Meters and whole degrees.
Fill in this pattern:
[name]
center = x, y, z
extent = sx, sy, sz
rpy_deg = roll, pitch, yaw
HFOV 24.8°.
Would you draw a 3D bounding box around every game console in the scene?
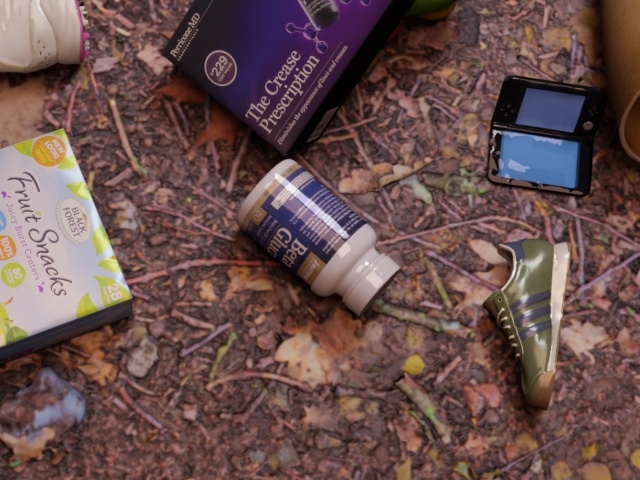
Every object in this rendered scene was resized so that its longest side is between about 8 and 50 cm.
[game console]
center = 0.257, -0.119, 1.645
extent = 0.122, 0.107, 0.071
rpy_deg = 8, 41, -5

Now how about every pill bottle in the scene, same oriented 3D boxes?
[pill bottle]
center = 0.000, 0.000, 1.551
extent = 0.169, 0.094, 0.094
rpy_deg = 41, 70, 8

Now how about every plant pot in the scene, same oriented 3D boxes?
[plant pot]
center = 0.414, -0.252, 1.646
extent = 0.237, 0.237, 0.254
rpy_deg = -8, 58, -10

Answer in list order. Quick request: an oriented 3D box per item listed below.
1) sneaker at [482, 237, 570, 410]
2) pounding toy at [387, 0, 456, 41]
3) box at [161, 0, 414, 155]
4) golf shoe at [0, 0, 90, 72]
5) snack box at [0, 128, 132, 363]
[sneaker]
center = 0.216, 0.086, 1.571
extent = 0.086, 0.064, 0.192
rpy_deg = 9, 69, 4
[pounding toy]
center = 0.100, -0.305, 1.688
extent = 0.183, 0.110, 0.237
rpy_deg = 3, 40, 5
[box]
center = -0.021, -0.252, 1.556
extent = 0.184, 0.261, 0.103
rpy_deg = 41, 26, 10
[golf shoe]
center = -0.360, -0.323, 1.613
extent = 0.140, 0.115, 0.306
rpy_deg = -20, 73, -11
[snack box]
center = -0.312, 0.008, 1.518
extent = 0.174, 0.070, 0.207
rpy_deg = -20, 75, -14
